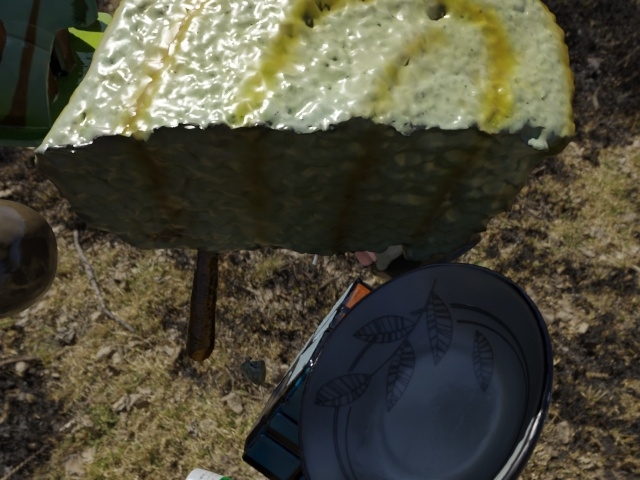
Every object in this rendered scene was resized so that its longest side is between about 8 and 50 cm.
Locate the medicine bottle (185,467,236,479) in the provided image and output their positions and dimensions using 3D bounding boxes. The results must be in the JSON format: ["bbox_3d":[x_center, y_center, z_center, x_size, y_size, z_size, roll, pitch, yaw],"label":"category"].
[{"bbox_3d":[-0.209,0.639,1.156,0.259,0.095,0.095,8,56,18],"label":"medicine bottle"}]

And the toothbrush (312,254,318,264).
[{"bbox_3d":[0.001,0.000,1.657,0.014,0.195,0.017,22,27,17],"label":"toothbrush"}]

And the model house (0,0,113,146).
[{"bbox_3d":[-0.315,-0.307,0.482,0.339,0.324,0.301,0,50,-5],"label":"model house"}]

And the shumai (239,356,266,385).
[{"bbox_3d":[-0.208,0.397,1.433,0.080,0.083,0.082,0,91,6],"label":"shumai"}]

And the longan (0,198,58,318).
[{"bbox_3d":[-0.763,0.042,1.096,0.296,0.297,0.298,-3,54,4],"label":"longan"}]

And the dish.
[{"bbox_3d":[0.121,0.180,0.535,0.316,0.106,0.317,-33,31,23],"label":"dish"}]

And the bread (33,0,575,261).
[{"bbox_3d":[-0.015,-0.139,0.439,0.394,0.239,0.264,1,70,-7],"label":"bread"}]

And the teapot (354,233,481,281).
[{"bbox_3d":[0.168,-0.087,1.126,0.376,0.305,0.362,-29,86,-44],"label":"teapot"}]

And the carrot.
[{"bbox_3d":[-0.160,0.087,0.655,0.042,0.171,0.042,8,16,-2],"label":"carrot"}]

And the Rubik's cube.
[{"bbox_3d":[0.070,0.297,0.854,0.283,0.289,0.293,37,31,4],"label":"Rubik's cube"}]
